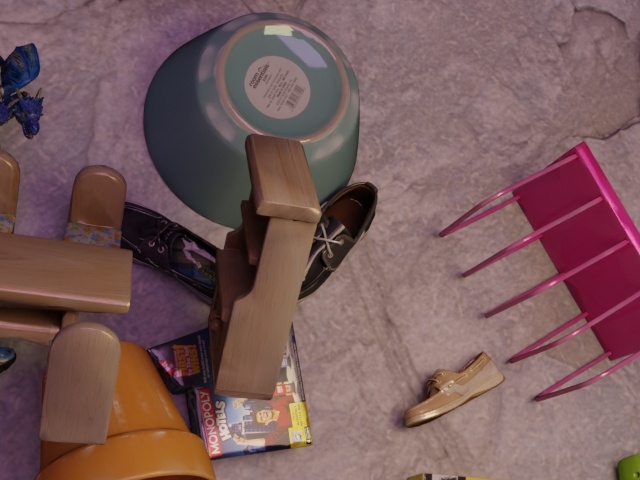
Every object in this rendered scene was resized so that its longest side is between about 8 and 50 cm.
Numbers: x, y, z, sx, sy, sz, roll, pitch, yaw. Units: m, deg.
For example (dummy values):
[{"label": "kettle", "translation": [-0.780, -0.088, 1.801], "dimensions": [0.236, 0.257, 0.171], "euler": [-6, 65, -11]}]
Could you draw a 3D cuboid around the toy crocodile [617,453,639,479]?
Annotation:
[{"label": "toy crocodile", "translation": [0.584, 0.321, 1.581], "dimensions": [0.341, 0.105, 0.115], "euler": [-8, 75, -26]}]

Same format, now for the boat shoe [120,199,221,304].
[{"label": "boat shoe", "translation": [-0.191, 0.012, 1.420], "dimensions": [0.228, 0.076, 0.080], "euler": [35, 65, -5]}]

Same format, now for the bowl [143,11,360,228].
[{"label": "bowl", "translation": [-0.069, -0.181, 1.480], "dimensions": [0.312, 0.163, 0.311], "euler": [6, 70, -18]}]

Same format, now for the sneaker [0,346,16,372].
[{"label": "sneaker", "translation": [-0.441, 0.113, 1.310], "dimensions": [0.162, 0.063, 0.073], "euler": [18, 64, -13]}]

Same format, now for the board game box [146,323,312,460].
[{"label": "board game box", "translation": [-0.123, 0.181, 1.397], "dimensions": [0.194, 0.060, 0.194], "euler": [-4, 74, -20]}]

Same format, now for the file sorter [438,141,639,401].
[{"label": "file sorter", "translation": [0.326, 0.055, 1.519], "dimensions": [0.182, 0.202, 0.290], "euler": [-26, 83, -21]}]

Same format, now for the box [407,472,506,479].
[{"label": "box", "translation": [0.232, 0.363, 1.460], "dimensions": [0.232, 0.058, 0.087], "euler": [10, 69, -16]}]

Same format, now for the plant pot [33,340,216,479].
[{"label": "plant pot", "translation": [-0.243, 0.229, 1.280], "dimensions": [0.205, 0.205, 0.188], "euler": [-8, 59, -21]}]

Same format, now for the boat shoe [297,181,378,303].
[{"label": "boat shoe", "translation": [0.000, 0.000, 1.462], "dimensions": [0.084, 0.079, 0.233], "euler": [42, 51, 5]}]

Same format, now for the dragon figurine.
[{"label": "dragon figurine", "translation": [-0.405, -0.212, 1.366], "dimensions": [0.085, 0.144, 0.289], "euler": [19, 45, -38]}]

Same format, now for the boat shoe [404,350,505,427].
[{"label": "boat shoe", "translation": [0.174, 0.201, 1.496], "dimensions": [0.170, 0.063, 0.059], "euler": [-22, 78, -33]}]

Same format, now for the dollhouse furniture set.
[{"label": "dollhouse furniture set", "translation": [-0.225, 0.011, 1.204], "dimensions": [0.394, 0.256, 0.362], "euler": [8, 28, -13]}]
